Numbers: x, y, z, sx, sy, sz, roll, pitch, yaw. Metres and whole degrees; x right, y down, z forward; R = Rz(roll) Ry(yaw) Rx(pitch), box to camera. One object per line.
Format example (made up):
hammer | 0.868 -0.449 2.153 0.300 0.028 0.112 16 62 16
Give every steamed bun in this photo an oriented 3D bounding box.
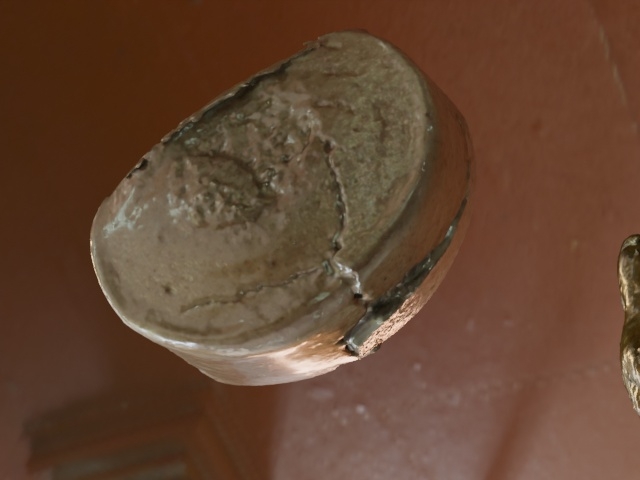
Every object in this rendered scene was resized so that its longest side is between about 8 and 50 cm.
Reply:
steamed bun | 0.000 0.000 1.377 0.301 0.199 0.251 -38 152 2

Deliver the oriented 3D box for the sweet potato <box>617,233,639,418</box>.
sweet potato | 0.143 0.061 0.627 0.053 0.182 0.054 29 107 -20
